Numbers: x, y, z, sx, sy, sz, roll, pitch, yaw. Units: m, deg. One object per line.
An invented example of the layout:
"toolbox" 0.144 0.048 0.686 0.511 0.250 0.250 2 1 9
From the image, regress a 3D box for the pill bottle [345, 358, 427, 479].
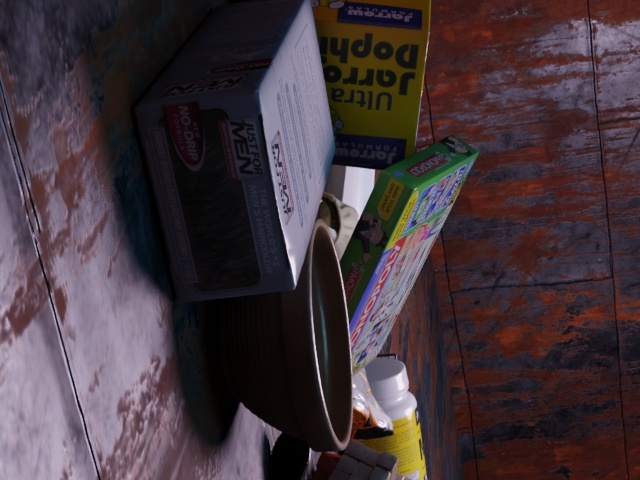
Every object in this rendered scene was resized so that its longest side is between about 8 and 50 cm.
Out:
"pill bottle" 0.093 0.293 1.955 0.119 0.119 0.208 -65 147 -73

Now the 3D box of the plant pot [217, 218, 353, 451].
"plant pot" -0.038 0.099 1.315 0.237 0.110 0.237 -6 90 -81

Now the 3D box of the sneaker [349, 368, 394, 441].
"sneaker" 0.038 0.204 1.765 0.262 0.099 0.121 63 19 -68

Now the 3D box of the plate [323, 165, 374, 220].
"plate" 0.043 -0.097 2.038 0.277 0.045 0.278 37 57 -76

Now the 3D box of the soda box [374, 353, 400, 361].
"soda box" 0.123 0.290 2.343 0.060 0.053 0.169 28 57 -79

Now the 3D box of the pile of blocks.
"pile of blocks" 0.035 0.341 1.664 0.149 0.113 0.362 -64 164 -11

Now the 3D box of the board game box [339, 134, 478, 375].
"board game box" 0.070 0.038 1.543 0.213 0.046 0.317 -32 150 -60

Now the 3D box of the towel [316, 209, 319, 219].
"towel" -0.022 -0.004 1.523 0.197 0.029 0.144 144 -58 -74

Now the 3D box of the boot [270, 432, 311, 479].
"boot" -0.026 0.282 1.469 0.099 0.045 0.121 60 32 -62

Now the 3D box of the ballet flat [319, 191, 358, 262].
"ballet flat" 0.000 0.000 1.760 0.248 0.086 0.086 -79 160 -66

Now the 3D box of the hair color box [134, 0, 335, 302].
"hair color box" -0.068 -0.106 1.260 0.374 0.114 0.185 -76 157 -66

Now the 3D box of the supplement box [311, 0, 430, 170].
"supplement box" 0.034 -0.262 1.613 0.356 0.194 0.195 -83 178 -55
